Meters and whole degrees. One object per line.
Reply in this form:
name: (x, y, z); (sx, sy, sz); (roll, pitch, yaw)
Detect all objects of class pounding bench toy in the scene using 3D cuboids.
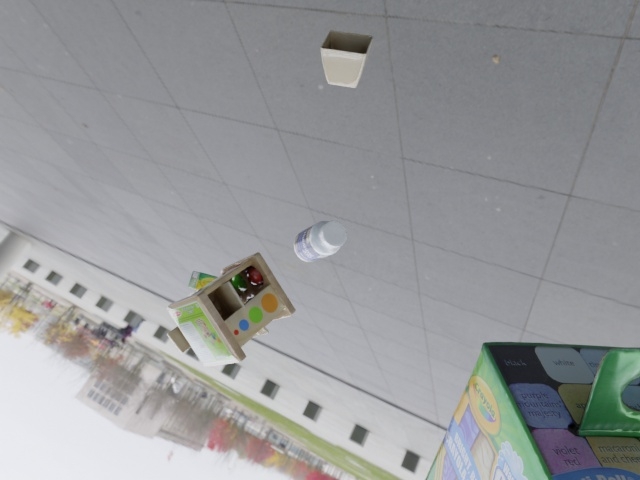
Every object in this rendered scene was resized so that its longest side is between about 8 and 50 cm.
pounding bench toy: (-0.071, 0.052, 0.347); (0.083, 0.065, 0.052); (-22, 102, 47)

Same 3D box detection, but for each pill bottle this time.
pill bottle: (0.000, 0.000, 0.899); (0.067, 0.067, 0.120); (36, 155, -15)

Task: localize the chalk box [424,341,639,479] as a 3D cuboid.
chalk box: (0.217, 0.204, 0.377); (0.180, 0.179, 0.289); (4, 124, -6)

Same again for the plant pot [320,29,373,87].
plant pot: (0.062, -0.436, 1.138); (0.109, 0.109, 0.096); (11, 137, 8)

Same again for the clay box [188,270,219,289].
clay box: (-0.249, 0.141, 1.316); (0.222, 0.053, 0.127); (19, 171, -23)
